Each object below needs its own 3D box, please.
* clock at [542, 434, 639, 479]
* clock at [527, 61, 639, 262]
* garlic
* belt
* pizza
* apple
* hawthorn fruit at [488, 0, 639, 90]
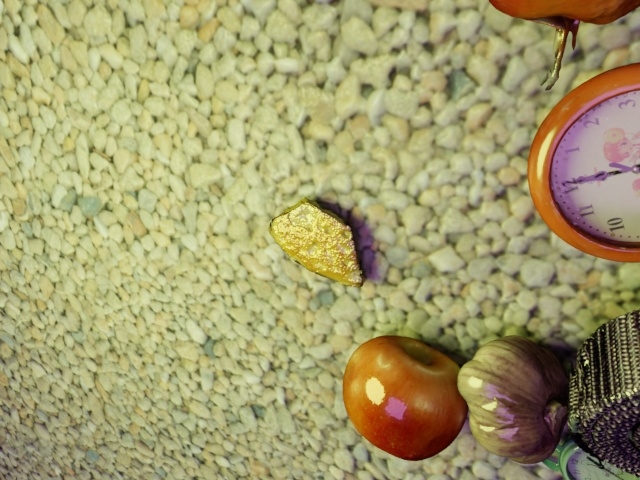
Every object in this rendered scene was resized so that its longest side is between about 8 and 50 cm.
[{"bbox_3d":[0.351,0.280,0.658,0.135,0.041,0.101,3,112,25],"label":"clock"},{"bbox_3d":[0.318,-0.073,0.524,0.205,0.051,0.205,9,115,21],"label":"clock"},{"bbox_3d":[0.238,0.188,0.612,0.102,0.147,0.159,-8,124,50],"label":"garlic"},{"bbox_3d":[0.415,0.164,0.489,0.324,0.122,0.260,8,140,17],"label":"belt"},{"bbox_3d":[0.000,0.000,0.709,0.160,0.036,0.099,30,120,11],"label":"pizza"},{"bbox_3d":[0.107,0.203,0.671,0.163,0.163,0.139,24,106,15],"label":"apple"},{"bbox_3d":[0.208,-0.266,0.421,0.211,0.211,0.299,6,125,22],"label":"hawthorn fruit"}]
